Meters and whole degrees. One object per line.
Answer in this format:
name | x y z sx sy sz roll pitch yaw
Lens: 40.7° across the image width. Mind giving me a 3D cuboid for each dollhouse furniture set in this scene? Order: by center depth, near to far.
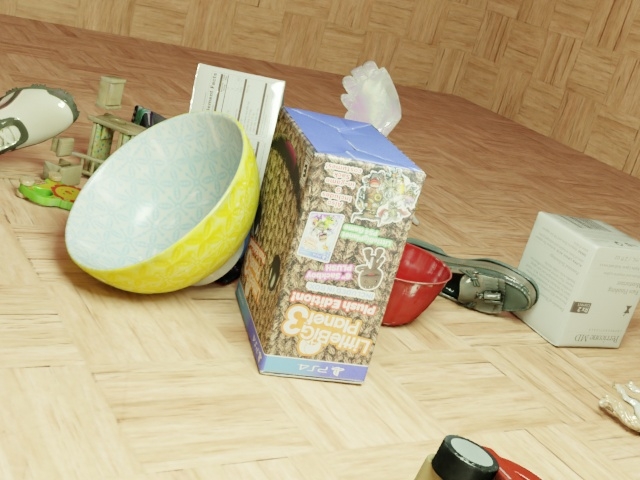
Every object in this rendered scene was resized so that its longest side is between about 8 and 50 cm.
dollhouse furniture set | -0.387 -0.185 1.516 0.101 0.182 0.161 22 19 17

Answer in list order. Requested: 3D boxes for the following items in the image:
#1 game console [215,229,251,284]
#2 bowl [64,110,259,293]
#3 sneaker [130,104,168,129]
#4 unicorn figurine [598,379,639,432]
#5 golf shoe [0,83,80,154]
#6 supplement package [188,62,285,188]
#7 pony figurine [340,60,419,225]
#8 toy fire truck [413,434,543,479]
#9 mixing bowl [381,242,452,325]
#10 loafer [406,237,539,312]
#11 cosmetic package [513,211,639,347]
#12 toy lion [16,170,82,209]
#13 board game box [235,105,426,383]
game console | -0.174 -0.006 1.331 0.144 0.085 0.124 21 19 15
bowl | -0.193 -0.027 1.212 0.289 0.289 0.156 39 -12 49
sneaker | -0.353 -0.242 1.867 0.098 0.083 0.224 14 18 -21
unicorn figurine | 0.472 0.239 1.221 0.162 0.060 0.111 -18 36 -32
golf shoe | -0.530 -0.172 1.420 0.272 0.105 0.120 -14 41 5
supplement package | -0.150 -0.175 1.499 0.145 0.204 0.262 11 1 -4
pony figurine | 0.042 -0.171 1.770 0.363 0.303 0.351 -6 60 -54
toy fire truck | 0.228 0.277 0.792 0.246 0.158 0.217 17 14 -34
mixing bowl | 0.100 0.068 1.323 0.181 0.098 0.181 15 20 -5
loafer | 0.229 0.074 1.457 0.267 0.096 0.084 18 38 27
cosmetic package | 0.438 0.067 1.463 0.151 0.184 0.151 5 21 -29
toy lion | -0.431 -0.075 1.413 0.096 0.034 0.100 32 23 20
board game box | 0.000 0.000 1.135 0.141 0.291 0.232 9 19 -17
